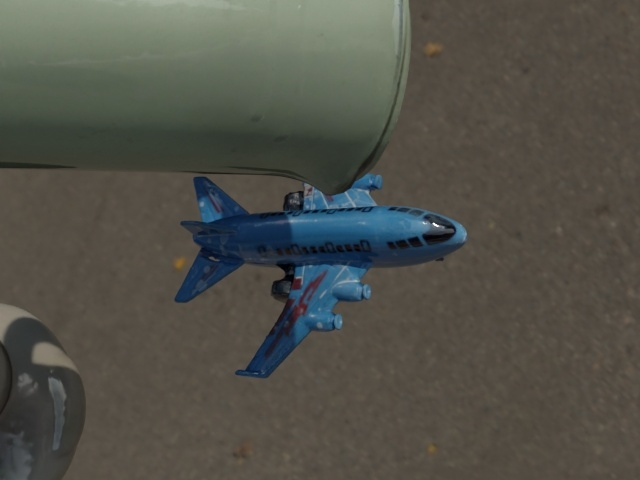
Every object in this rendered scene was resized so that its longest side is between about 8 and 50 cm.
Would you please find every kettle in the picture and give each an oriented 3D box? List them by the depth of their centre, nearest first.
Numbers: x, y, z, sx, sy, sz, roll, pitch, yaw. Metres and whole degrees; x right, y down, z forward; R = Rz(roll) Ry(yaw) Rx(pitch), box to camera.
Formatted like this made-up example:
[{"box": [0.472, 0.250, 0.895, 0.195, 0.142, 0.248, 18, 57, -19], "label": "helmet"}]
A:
[{"box": [-0.123, -0.166, 0.929, 0.205, 0.318, 0.265, 117, 148, -47], "label": "kettle"}]

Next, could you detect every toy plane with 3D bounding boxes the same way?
[{"box": [0.000, 0.000, 1.206, 0.271, 0.105, 0.254, 2, 73, 18], "label": "toy plane"}]

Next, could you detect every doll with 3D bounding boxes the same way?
[{"box": [-0.353, 0.166, 1.369, 0.221, 0.221, 0.251, -10, 92, 43], "label": "doll"}]
